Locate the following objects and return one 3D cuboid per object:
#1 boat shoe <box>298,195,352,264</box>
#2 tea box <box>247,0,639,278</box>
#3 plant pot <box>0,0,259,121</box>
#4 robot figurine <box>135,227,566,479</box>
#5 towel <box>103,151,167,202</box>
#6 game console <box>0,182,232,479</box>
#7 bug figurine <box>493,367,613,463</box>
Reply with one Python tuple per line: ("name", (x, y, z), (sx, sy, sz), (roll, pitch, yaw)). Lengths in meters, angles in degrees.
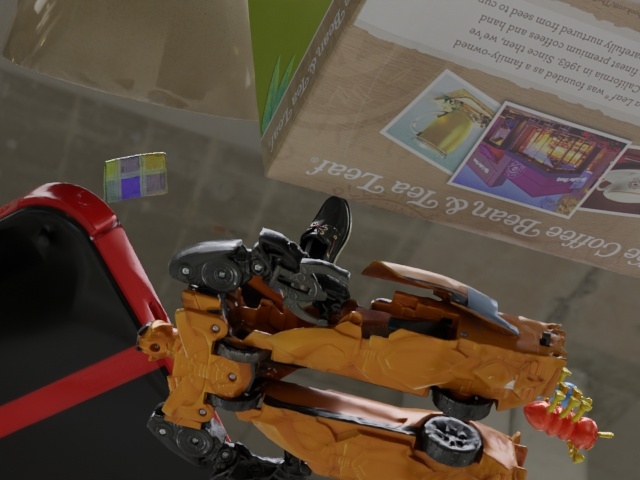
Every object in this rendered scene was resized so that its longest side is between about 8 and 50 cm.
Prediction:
("boat shoe", (0.002, 0.000, 1.454), (0.049, 0.133, 0.042), (9, -23, 31))
("tea box", (0.136, -0.180, 0.859), (0.329, 0.324, 0.220), (14, -48, -21))
("plant pot", (-0.161, -0.248, 1.198), (0.284, 0.284, 0.191), (14, -80, -4))
("robot figurine", (0.014, 0.096, 0.844), (0.291, 0.085, 0.211), (14, -63, 4))
("towel", (-0.230, -0.079, 1.483), (0.083, 0.009, 0.060), (-9, -58, -27))
("game console", (-0.300, 0.156, 1.153), (0.386, 0.060, 0.342), (-25, -81, 22))
("bug figurine", (0.240, 0.177, 1.441), (0.216, 0.279, 0.072), (25, -83, 4))
